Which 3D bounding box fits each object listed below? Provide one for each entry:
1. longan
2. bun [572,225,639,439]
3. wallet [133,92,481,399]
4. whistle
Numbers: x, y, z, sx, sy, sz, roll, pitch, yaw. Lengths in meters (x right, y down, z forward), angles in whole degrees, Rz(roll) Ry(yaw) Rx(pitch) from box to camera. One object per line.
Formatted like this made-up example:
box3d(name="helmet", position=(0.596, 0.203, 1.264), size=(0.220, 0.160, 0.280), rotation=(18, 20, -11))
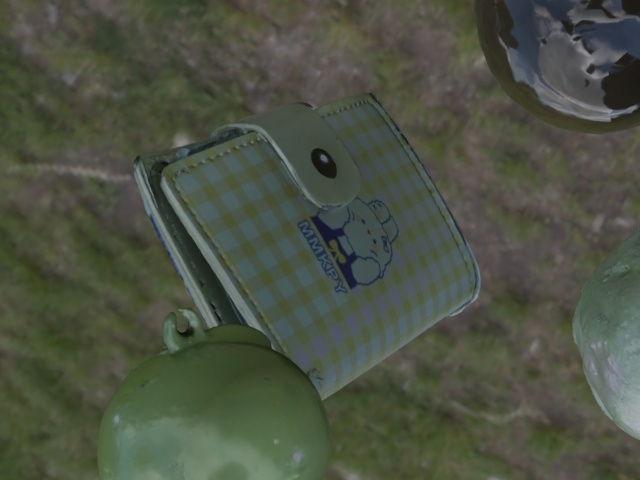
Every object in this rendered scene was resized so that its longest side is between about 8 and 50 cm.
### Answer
box3d(name="longan", position=(0.310, -0.260, 1.634), size=(0.297, 0.297, 0.297), rotation=(23, 149, 15))
box3d(name="bun", position=(0.362, 0.068, 1.499), size=(0.179, 0.283, 0.283), rotation=(32, 153, 30))
box3d(name="wallet", position=(0.000, 0.000, 1.107), size=(0.077, 0.309, 0.223), rotation=(-28, 88, 31))
box3d(name="whistle", position=(-0.051, 0.180, 0.834), size=(0.141, 0.141, 0.294), rotation=(6, 112, 37))
